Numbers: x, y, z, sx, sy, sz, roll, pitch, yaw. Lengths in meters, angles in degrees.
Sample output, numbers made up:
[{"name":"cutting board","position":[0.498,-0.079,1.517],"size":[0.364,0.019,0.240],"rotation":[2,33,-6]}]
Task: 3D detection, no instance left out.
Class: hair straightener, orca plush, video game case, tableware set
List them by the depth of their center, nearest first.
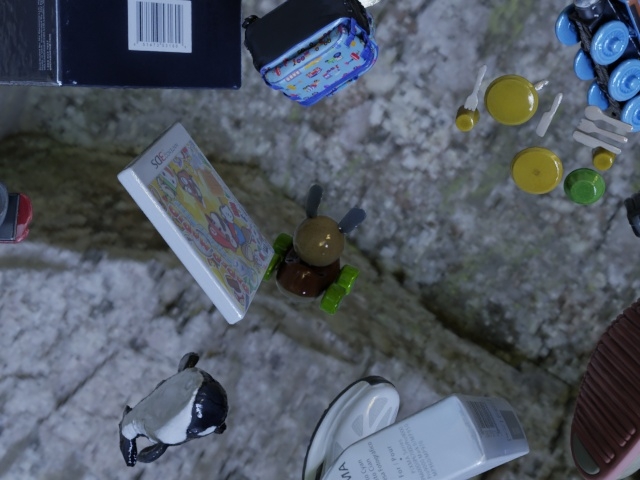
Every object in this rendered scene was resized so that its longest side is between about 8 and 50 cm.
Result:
[{"name":"hair straightener","position":[-0.332,-0.032,0.691],"size":[0.089,0.230,0.047],"rotation":[69,27,-76]},{"name":"tableware set","position":[0.198,-0.094,0.880],"size":[0.024,0.154,0.104],"rotation":[-59,170,-57]},{"name":"video game case","position":[-0.149,-0.029,1.225],"size":[0.026,0.227,0.206],"rotation":[-30,-165,19]},{"name":"orca plush","position":[-0.179,0.248,1.264],"size":[0.287,0.102,0.151],"rotation":[-42,-155,42]}]

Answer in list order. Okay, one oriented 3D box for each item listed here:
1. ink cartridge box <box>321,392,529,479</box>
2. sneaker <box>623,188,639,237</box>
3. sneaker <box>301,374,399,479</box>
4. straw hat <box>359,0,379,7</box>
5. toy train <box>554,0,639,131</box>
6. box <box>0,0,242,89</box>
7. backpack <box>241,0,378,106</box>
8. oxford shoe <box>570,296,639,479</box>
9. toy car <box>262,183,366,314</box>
[{"name":"ink cartridge box","position":[0.058,0.313,1.236],"size":[0.385,0.091,0.308],"rotation":[-27,163,15]},{"name":"sneaker","position":[0.625,-0.032,1.661],"size":[0.147,0.104,0.296],"rotation":[-37,-160,9]},{"name":"sneaker","position":[0.081,0.469,1.686],"size":[0.257,0.169,0.447],"rotation":[15,-107,45]},{"name":"straw hat","position":[0.056,-0.437,1.491],"size":[0.144,0.144,0.061],"rotation":[-57,-176,3]},{"name":"toy train","position":[0.301,-0.186,0.928],"size":[0.105,0.184,0.080],"rotation":[-41,-139,1]},{"name":"box","position":[-0.318,-0.313,1.421],"size":[0.294,0.296,0.183],"rotation":[10,-78,49]},{"name":"backpack","position":[0.004,-0.253,1.281],"size":[0.158,0.117,0.173],"rotation":[-28,159,18]},{"name":"oxford shoe","position":[0.408,0.105,1.006],"size":[0.397,0.146,0.140],"rotation":[-61,-156,21]},{"name":"toy car","position":[0.000,0.000,1.611],"size":[0.188,0.155,0.149],"rotation":[-68,172,30]}]
